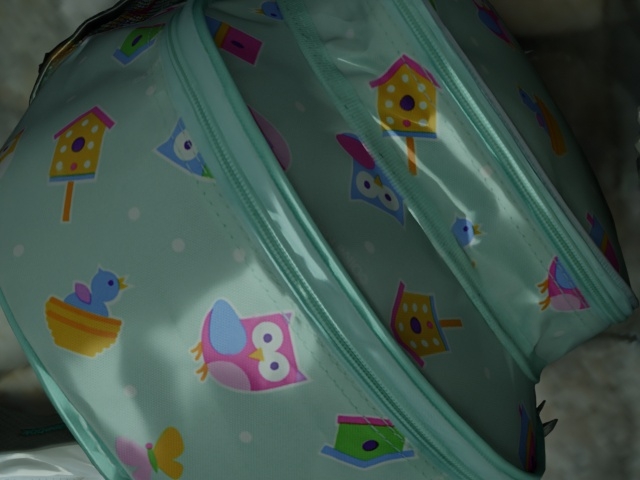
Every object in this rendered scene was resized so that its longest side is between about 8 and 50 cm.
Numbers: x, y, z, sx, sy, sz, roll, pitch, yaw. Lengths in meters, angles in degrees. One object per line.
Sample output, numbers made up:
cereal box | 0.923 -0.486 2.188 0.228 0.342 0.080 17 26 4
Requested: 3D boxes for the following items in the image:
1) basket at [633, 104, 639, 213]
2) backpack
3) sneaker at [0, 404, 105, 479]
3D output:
basket | 0.235 0.055 0.324 0.328 0.266 0.331 0 113 14
backpack | 0.000 0.000 0.394 0.144 0.188 0.166 -30 105 21
sneaker | -0.106 0.090 0.530 0.152 0.053 0.061 -5 116 12
